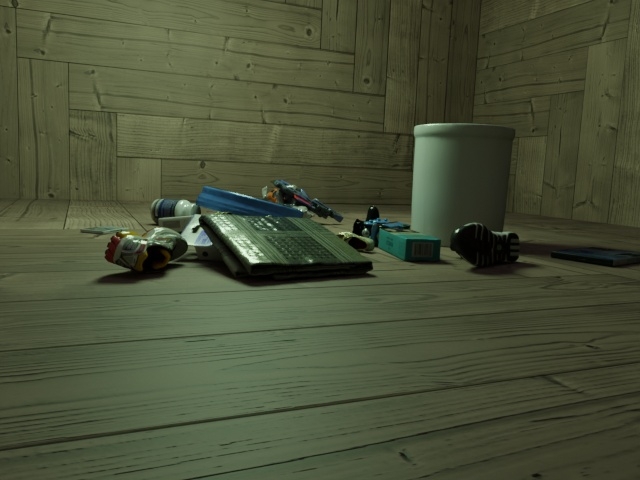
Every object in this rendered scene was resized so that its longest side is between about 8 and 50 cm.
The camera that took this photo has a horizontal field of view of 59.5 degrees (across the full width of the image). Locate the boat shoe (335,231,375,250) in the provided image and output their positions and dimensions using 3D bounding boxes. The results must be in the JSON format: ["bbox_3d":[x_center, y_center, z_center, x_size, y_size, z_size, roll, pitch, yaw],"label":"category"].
[{"bbox_3d":[0.087,0.003,1.597,0.135,0.050,0.045,6,3,29],"label":"boat shoe"}]

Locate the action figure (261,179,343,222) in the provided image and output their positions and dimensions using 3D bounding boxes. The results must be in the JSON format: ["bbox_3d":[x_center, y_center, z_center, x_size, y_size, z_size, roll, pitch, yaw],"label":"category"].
[{"bbox_3d":[-0.090,-0.121,2.342,0.341,0.179,0.330,29,6,-19],"label":"action figure"}]

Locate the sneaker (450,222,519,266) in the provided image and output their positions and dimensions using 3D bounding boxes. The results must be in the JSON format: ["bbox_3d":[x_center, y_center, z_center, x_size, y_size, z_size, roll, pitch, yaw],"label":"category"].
[{"bbox_3d":[0.389,0.016,1.477,0.281,0.107,0.162,9,-5,-41],"label":"sneaker"}]

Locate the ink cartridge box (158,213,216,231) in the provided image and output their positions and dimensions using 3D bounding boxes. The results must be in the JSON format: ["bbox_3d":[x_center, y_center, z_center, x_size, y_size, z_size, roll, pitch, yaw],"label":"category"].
[{"bbox_3d":[-0.418,-0.059,1.863,0.180,0.056,0.225,-5,2,1],"label":"ink cartridge box"}]

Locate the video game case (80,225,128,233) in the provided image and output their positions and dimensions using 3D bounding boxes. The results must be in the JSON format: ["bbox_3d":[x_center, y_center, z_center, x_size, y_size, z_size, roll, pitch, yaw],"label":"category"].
[{"bbox_3d":[-0.686,-0.034,1.779,0.087,0.011,0.122,5,7,18],"label":"video game case"}]

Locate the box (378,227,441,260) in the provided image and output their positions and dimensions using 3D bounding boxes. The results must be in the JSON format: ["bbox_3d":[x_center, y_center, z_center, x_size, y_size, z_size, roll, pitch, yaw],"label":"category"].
[{"bbox_3d":[0.244,0.009,1.562,0.100,0.060,0.244,1,7,-11],"label":"box"}]

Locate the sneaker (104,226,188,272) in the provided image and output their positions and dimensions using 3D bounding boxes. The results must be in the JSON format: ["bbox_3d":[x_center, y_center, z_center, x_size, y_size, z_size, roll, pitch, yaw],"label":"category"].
[{"bbox_3d":[-0.346,0.031,1.176,0.092,0.088,0.225,26,14,15],"label":"sneaker"}]

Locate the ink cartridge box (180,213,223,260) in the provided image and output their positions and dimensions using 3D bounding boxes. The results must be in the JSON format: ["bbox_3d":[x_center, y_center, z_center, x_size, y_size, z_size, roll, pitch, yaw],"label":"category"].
[{"bbox_3d":[-0.237,-0.008,1.406,0.208,0.045,0.206,5,23,0],"label":"ink cartridge box"}]

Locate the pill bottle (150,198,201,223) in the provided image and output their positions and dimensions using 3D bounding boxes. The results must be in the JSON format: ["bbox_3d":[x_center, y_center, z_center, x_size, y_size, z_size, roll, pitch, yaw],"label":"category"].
[{"bbox_3d":[-0.524,-0.102,2.037,0.169,0.094,0.094,4,7,23],"label":"pill bottle"}]

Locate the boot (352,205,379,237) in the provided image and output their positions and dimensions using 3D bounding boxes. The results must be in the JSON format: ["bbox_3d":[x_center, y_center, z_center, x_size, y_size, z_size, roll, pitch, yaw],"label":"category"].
[{"bbox_3d":[0.147,-0.057,1.841,0.045,0.121,0.099,6,1,41],"label":"boot"}]

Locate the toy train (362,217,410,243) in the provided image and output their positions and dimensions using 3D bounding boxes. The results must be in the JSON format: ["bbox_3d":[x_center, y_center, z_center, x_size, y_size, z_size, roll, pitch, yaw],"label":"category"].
[{"bbox_3d":[0.205,-0.025,1.763,0.105,0.080,0.184,14,12,32],"label":"toy train"}]

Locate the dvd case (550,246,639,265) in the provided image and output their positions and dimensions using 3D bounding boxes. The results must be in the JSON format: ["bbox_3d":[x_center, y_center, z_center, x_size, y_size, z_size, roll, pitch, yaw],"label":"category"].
[{"bbox_3d":[0.822,0.045,1.636,0.253,0.022,0.180,-3,8,-37],"label":"dvd case"}]

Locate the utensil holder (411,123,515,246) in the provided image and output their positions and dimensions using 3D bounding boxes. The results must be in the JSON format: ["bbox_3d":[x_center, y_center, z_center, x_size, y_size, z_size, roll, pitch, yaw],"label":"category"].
[{"bbox_3d":[0.469,-0.183,1.878,0.327,0.386,0.327,2,7,0],"label":"utensil holder"}]

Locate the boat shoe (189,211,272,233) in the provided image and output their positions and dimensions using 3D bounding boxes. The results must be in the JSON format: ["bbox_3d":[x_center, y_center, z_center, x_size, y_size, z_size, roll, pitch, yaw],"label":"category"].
[{"bbox_3d":[-0.265,-0.040,1.646,0.304,0.091,0.109,6,8,28],"label":"boat shoe"}]

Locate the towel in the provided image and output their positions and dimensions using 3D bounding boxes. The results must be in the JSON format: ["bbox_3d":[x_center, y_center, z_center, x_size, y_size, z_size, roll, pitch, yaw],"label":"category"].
[{"bbox_3d":[-0.087,0.014,1.280,0.312,0.056,0.324,1,20,-30],"label":"towel"}]

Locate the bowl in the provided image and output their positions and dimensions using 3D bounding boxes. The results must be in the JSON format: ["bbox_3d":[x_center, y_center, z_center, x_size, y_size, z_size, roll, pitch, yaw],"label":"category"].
[{"bbox_3d":[-0.244,-0.115,1.994,0.391,0.077,0.391,14,2,-1],"label":"bowl"}]
